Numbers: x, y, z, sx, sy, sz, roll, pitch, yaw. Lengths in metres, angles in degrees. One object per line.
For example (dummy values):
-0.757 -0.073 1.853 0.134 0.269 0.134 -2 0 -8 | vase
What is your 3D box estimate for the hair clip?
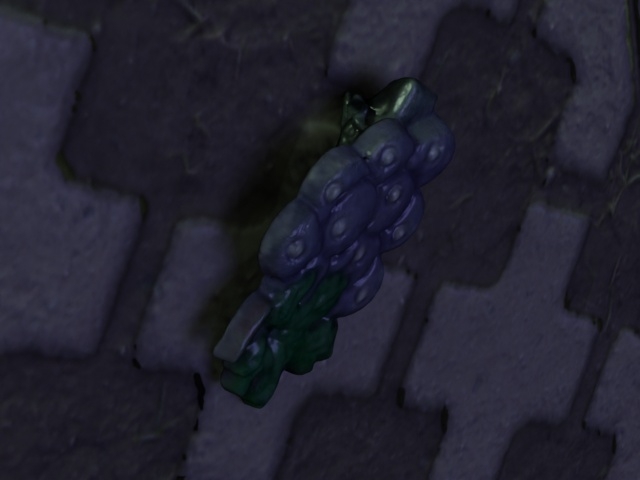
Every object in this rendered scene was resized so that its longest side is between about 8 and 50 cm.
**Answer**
-0.001 -0.001 0.853 0.124 0.052 0.195 23 97 -57 | hair clip
